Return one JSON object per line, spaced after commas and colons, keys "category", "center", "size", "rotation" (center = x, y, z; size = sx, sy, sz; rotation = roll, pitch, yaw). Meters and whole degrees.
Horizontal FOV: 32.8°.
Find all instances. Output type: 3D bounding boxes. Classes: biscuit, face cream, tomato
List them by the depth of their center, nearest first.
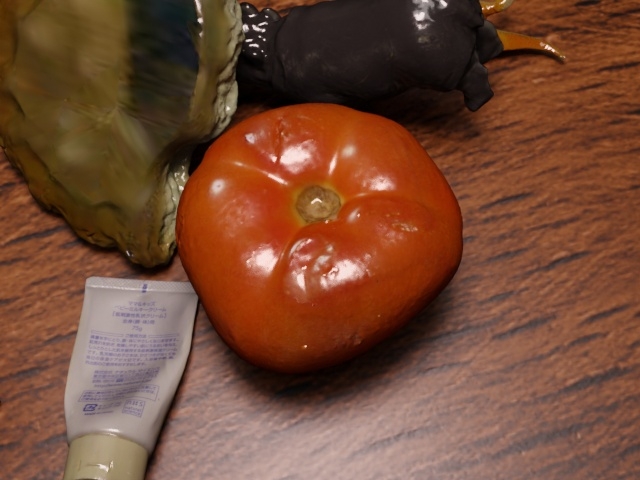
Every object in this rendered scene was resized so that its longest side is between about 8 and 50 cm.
{"category": "tomato", "center": [-0.002, -0.003, 0.991], "size": [0.259, 0.180, 0.260], "rotation": [0, 64, 0]}
{"category": "face cream", "center": [-0.180, 0.132, 1.008], "size": [0.114, 0.070, 0.224], "rotation": [3, 54, 2]}
{"category": "biscuit", "center": [-0.184, -0.141, 1.040], "size": [0.329, 0.078, 0.335], "rotation": [-17, 90, 25]}

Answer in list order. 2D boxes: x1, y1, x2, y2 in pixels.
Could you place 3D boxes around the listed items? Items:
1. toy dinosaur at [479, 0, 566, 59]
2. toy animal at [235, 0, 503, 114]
{"category": "toy dinosaur", "center": [0.138, -0.221, 1.154], "size": [0.212, 0.057, 0.142], "rotation": [41, 84, 18]}
{"category": "toy animal", "center": [0.003, -0.182, 1.080], "size": [0.343, 0.168, 0.106], "rotation": [0, 60, 19]}
